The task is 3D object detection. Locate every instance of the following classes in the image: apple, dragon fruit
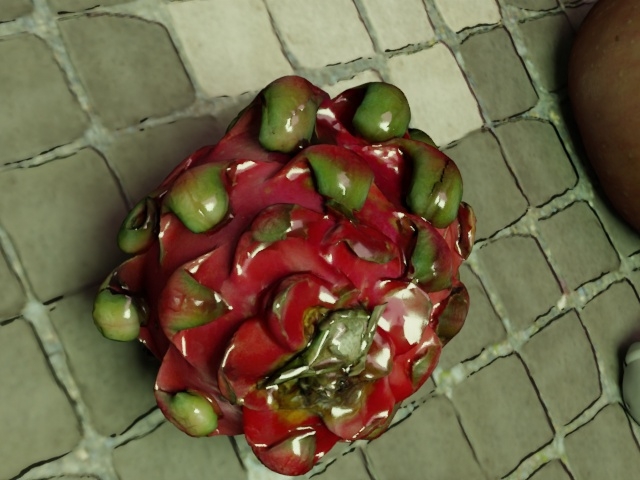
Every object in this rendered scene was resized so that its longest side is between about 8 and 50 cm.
[{"bbox_3d":[0.366,-0.121,0.750,0.306,0.235,0.305,12,67,-30],"label":"apple"},{"bbox_3d":[0.005,0.003,0.497,0.273,0.198,0.218,-49,128,-33],"label":"dragon fruit"}]

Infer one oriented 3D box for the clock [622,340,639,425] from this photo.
[{"bbox_3d":[0.340,0.134,0.723,0.176,0.117,0.080,38,58,-17],"label":"clock"}]
